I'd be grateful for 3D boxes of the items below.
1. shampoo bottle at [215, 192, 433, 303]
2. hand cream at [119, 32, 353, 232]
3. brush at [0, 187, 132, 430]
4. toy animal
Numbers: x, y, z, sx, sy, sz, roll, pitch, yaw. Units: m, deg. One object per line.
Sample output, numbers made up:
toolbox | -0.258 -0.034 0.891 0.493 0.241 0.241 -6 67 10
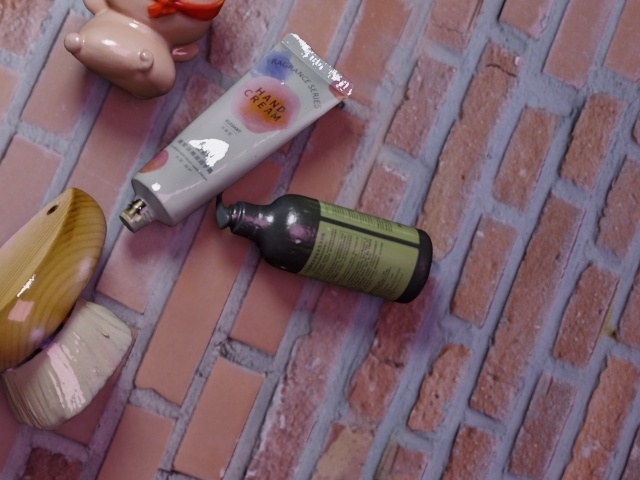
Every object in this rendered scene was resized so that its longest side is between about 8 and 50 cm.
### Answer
shampoo bottle | 0.000 0.000 1.867 0.283 0.101 0.101 16 84 -19
hand cream | -0.117 -0.127 1.837 0.340 0.078 0.124 -42 69 -15
brush | -0.311 0.076 1.732 0.166 0.174 0.267 47 58 -26
toy animal | -0.210 -0.281 1.776 0.171 0.171 0.198 30 87 -17
